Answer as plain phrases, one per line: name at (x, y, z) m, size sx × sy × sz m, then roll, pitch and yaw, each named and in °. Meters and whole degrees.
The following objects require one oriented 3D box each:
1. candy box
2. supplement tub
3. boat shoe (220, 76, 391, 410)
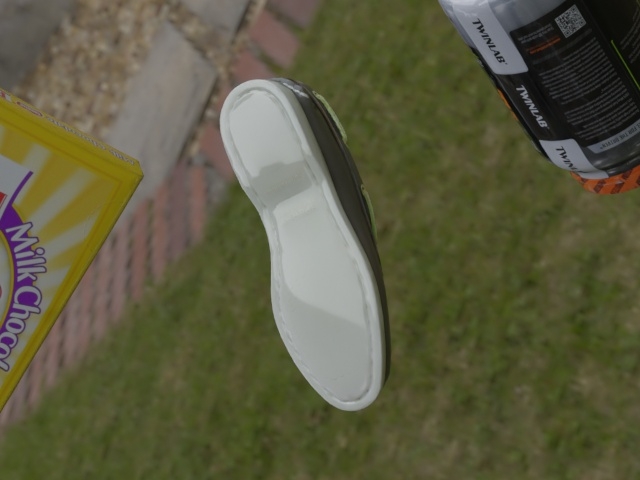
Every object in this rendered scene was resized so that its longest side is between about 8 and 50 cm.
candy box at (-0.167, 0.033, 0.693) m, size 0.206 × 0.105 × 0.027 m, roll -58°, pitch 25°, yaw 10°
supplement tub at (0.170, -0.128, 1.159) m, size 0.117 × 0.190 × 0.117 m, roll -27°, pitch 31°, yaw 18°
boat shoe at (0.004, -0.001, 1.538) m, size 0.109 × 0.091 × 0.305 m, roll -19°, pitch 90°, yaw 30°
